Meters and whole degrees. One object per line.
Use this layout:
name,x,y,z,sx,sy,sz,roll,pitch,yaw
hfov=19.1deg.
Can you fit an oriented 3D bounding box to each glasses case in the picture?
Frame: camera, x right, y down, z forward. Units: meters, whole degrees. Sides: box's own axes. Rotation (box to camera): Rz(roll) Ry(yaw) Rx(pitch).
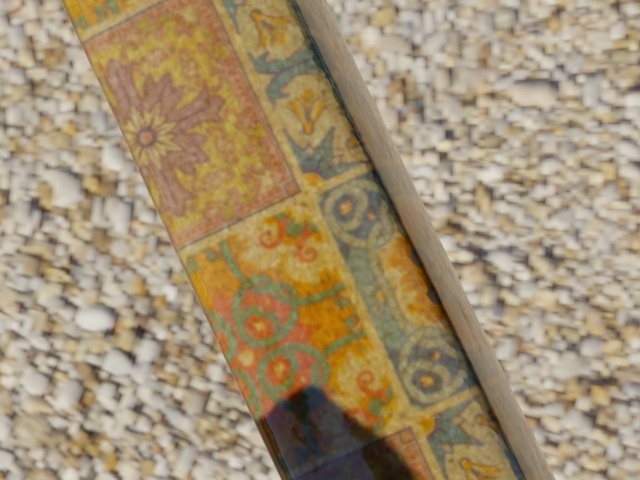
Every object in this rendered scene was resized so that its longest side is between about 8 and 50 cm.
glasses case,0.000,0.000,0.416,0.049,0.075,0.218,-26,84,8
